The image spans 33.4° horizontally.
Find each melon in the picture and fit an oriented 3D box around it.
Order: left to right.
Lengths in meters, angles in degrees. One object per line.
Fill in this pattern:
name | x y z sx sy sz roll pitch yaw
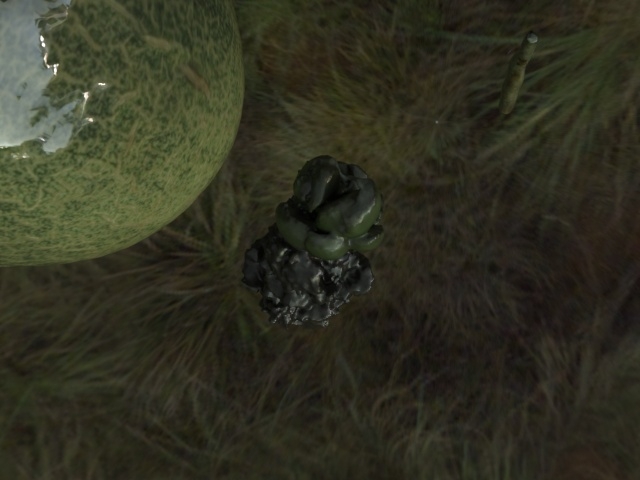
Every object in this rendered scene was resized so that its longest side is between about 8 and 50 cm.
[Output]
melon | -0.179 -0.112 0.548 0.249 0.329 0.248 -13 66 31

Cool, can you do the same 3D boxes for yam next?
yam | 0.253 -0.216 1.369 0.029 0.234 0.027 -30 77 -6

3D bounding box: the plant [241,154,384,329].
plant | 0.000 0.000 0.660 0.085 0.174 0.087 28 62 2
